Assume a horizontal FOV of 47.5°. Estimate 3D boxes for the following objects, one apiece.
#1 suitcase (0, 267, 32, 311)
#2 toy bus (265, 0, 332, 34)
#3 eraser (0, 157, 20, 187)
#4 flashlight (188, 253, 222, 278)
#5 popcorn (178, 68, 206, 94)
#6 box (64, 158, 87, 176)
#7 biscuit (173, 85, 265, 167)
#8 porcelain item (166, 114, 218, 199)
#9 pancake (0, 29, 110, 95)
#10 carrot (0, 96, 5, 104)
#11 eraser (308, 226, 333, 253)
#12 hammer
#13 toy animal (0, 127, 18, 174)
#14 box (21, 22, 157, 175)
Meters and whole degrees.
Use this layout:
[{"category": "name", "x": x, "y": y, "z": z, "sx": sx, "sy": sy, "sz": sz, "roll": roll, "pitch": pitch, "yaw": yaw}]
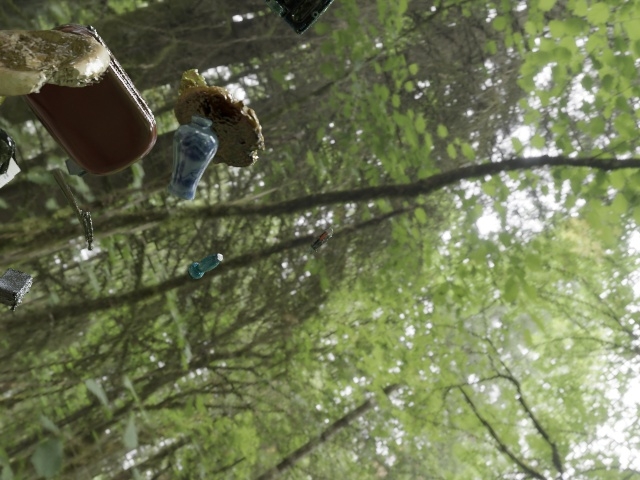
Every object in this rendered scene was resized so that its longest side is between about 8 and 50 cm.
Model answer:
[{"category": "suitcase", "x": -0.898, "y": 0.140, "z": 2.115, "sx": 0.086, "sy": 0.126, "sz": 0.059, "roll": 21, "pitch": -60, "yaw": -7}, {"category": "toy bus", "x": -0.122, "y": -0.697, "z": 1.887, "sx": 0.312, "sy": 0.152, "sz": 0.190, "roll": 41, "pitch": 13, "yaw": -19}, {"category": "eraser", "x": -1.057, "y": -0.176, "z": 2.259, "sx": 0.124, "sy": 0.279, "sz": 0.081, "roll": -23, "pitch": -68, "yaw": 14}, {"category": "flashlight", "x": -0.354, "y": 0.078, "z": 2.243, "sx": 0.129, "sy": 0.051, "sz": 0.051, "roll": -26, "pitch": -92, "yaw": 31}, {"category": "popcorn", "x": -0.437, "y": -0.529, "z": 2.466, "sx": 0.109, "sy": 0.089, "sz": 0.096, "roll": 0, "pitch": -72, "yaw": 65}, {"category": "box", "x": -0.828, "y": -0.263, "z": 2.505, "sx": 0.099, "sy": 0.054, "sz": 0.074, "roll": -18, "pitch": -92, "yaw": 30}, {"category": "biscuit", "x": -0.317, "y": -0.373, "z": 2.363, "sx": 0.290, "sy": 0.081, "sz": 0.334, "roll": 5, "pitch": -38, "yaw": 21}, {"category": "porcelain item", "x": -0.401, "y": -0.260, "z": 2.264, "sx": 0.141, "sy": 0.141, "sz": 0.259, "roll": 31, "pitch": -72, "yaw": 41}, {"category": "pancake", "x": -0.619, "y": -0.370, "z": 1.486, "sx": 0.382, "sy": 0.382, "sz": 0.071, "roll": 32, "pitch": -51, "yaw": 40}, {"category": "carrot", "x": -0.832, "y": -0.234, "z": 1.672, "sx": 0.074, "sy": 0.358, "sz": 0.074, "roll": 28, "pitch": -9, "yaw": 5}, {"category": "eraser", "x": 0.000, "y": 0.000, "z": 2.224, "sx": 0.019, "sy": 0.099, "sz": 0.027, "roll": 49, "pitch": -2, "yaw": -37}, {"category": "hammer", "x": -0.701, "y": -0.101, "z": 2.058, "sx": 0.297, "sy": 0.027, "sz": 0.125, "roll": 51, "pitch": -37, "yaw": 35}, {"category": "toy animal", "x": -0.922, "y": -0.260, "z": 1.929, "sx": 0.114, "sy": 0.245, "sz": 0.146, "roll": -107, "pitch": -146, "yaw": -55}, {"category": "box", "x": -0.620, "y": -0.366, "z": 1.937, "sx": 0.404, "sy": 0.263, "sz": 0.108, "roll": 59, "pitch": -2, "yaw": -27}]
